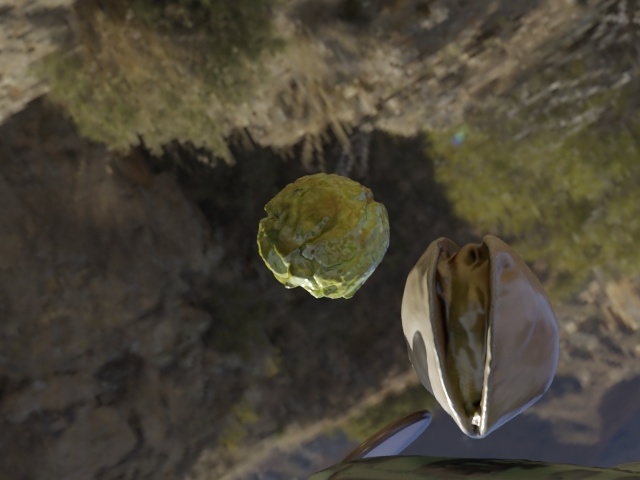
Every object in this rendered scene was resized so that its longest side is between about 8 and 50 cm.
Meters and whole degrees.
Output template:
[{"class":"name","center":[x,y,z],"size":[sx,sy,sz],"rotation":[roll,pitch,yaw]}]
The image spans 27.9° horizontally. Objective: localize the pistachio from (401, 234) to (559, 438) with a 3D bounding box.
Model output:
[{"class":"pistachio","center":[0.131,0.075,1.060],"size":[0.126,0.152,0.223],"rotation":[-1,143,14]}]

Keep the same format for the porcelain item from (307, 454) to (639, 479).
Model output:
[{"class":"porcelain item","center":[0.143,0.217,0.804],"size":[0.286,0.157,0.281],"rotation":[-4,170,39]}]

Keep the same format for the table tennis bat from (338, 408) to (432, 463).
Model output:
[{"class":"table tennis bat","center":[0.063,0.239,1.121],"size":[0.107,0.119,0.170],"rotation":[-11,149,-51]}]

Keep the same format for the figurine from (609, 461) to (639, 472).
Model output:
[{"class":"figurine","center":[0.332,0.379,1.412],"size":[0.224,0.205,0.382],"rotation":[14,135,-23]}]

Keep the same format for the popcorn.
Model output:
[{"class":"popcorn","center":[0.000,0.000,1.873],"size":[0.198,0.198,0.212],"rotation":[-24,154,-36]}]
